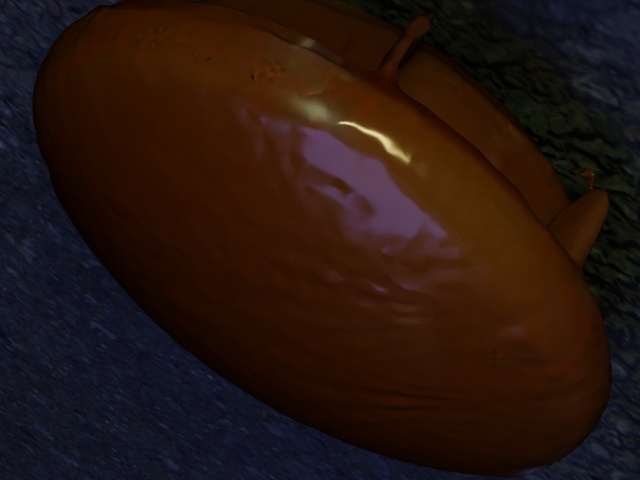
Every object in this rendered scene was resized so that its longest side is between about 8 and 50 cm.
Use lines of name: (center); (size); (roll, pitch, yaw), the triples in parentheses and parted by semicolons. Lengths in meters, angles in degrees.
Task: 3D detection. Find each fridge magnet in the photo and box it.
fridge magnet: (0.000, 0.000, 0.916); (0.363, 0.155, 0.364); (27, 153, 15)
